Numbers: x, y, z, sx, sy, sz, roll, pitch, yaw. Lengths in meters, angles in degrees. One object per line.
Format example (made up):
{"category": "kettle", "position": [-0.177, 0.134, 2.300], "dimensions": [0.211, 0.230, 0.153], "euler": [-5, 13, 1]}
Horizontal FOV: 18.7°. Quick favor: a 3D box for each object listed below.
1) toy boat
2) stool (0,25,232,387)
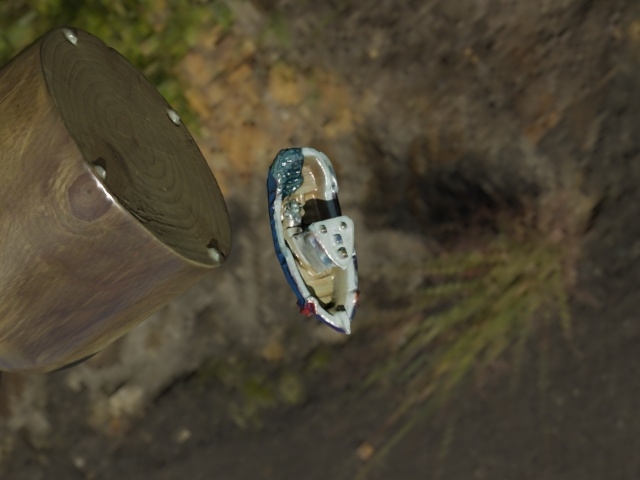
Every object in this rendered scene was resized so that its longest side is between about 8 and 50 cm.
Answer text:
{"category": "toy boat", "position": [0.000, 0.000, 0.826], "dimensions": [0.038, 0.038, 0.083], "euler": [-23, 81, 62]}
{"category": "stool", "position": [-0.208, 0.012, 1.208], "dimensions": [0.264, 0.179, 0.179], "euler": [-35, 100, 18]}
